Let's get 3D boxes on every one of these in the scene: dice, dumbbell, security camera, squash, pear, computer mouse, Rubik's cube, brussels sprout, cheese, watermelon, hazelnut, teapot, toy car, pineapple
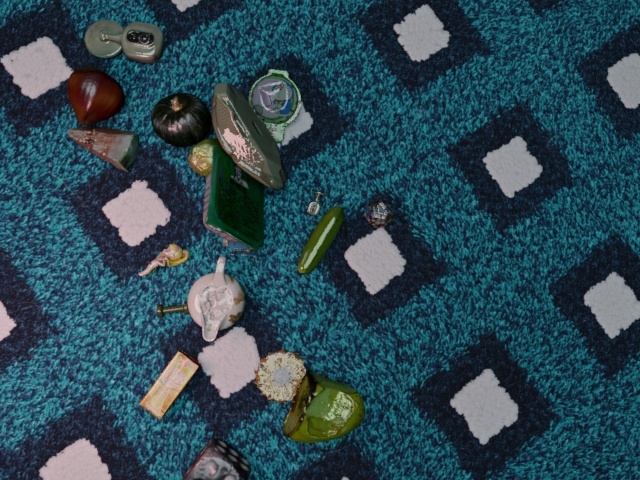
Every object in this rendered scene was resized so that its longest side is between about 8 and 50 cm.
[{"bbox_3d":[-0.354,0.802,1.790,0.182,0.181,0.183,37,81,-2],"label":"dice"},{"bbox_3d":[-0.530,0.249,1.903,0.117,0.052,0.046,-6,108,-6],"label":"dumbbell"},{"bbox_3d":[-0.747,-0.760,1.991,0.301,0.080,0.157,8,83,-2],"label":"security camera"},{"bbox_3d":[0.000,-0.001,1.967,0.082,0.082,0.293,31,83,-1],"label":"squash"},{"bbox_3d":[0.023,0.617,1.847,0.255,0.164,0.238,25,87,-18],"label":"pear"},{"bbox_3d":[-0.275,-0.358,1.899,0.145,0.228,0.429,-29,104,16],"label":"computer mouse"},{"bbox_3d":[0.220,-0.103,1.993,0.093,0.111,0.111,-42,88,20],"label":"Rubik's cube"},{"bbox_3d":[-0.405,-0.303,1.945,0.155,0.117,0.155,1,102,5],"label":"brussels sprout"},{"bbox_3d":[-0.178,-0.487,2.005,0.203,0.083,0.321,7,94,-1],"label":"cheese"},{"bbox_3d":[-0.509,-0.442,1.923,0.218,0.172,0.218,-1,80,8],"label":"squash"},{"bbox_3d":[-0.801,-0.365,1.940,0.241,0.094,0.154,16,75,-1],"label":"watermelon"},{"bbox_3d":[-0.820,-0.513,1.900,0.208,0.208,0.208,1,83,-5],"label":"hazelnut"},{"bbox_3d":[-0.371,0.205,1.879,0.204,0.139,0.298,3,83,-3],"label":"teapot"},{"bbox_3d":[-0.281,-0.018,1.951,0.126,0.098,0.162,2,56,11],"label":"toy car"},{"bbox_3d":[-0.136,0.497,1.914,0.221,0.047,0.221,1,83,-7],"label":"pineapple"},{"bbox_3d":[-0.018,-0.140,2.000,0.058,0.058,0.092,14,91,-4],"label":"security camera"}]

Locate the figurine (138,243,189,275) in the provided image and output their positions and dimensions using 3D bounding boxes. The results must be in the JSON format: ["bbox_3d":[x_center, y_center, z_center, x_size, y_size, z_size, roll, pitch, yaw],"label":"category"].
[{"bbox_3d":[-0.570,0.078,1.913,0.187,0.083,0.083,-35,88,-14],"label":"figurine"}]

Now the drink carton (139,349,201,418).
[{"bbox_3d":[-0.529,0.508,1.864,0.096,0.071,0.223,35,81,0],"label":"drink carton"}]

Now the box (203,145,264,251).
[{"bbox_3d":[-0.321,-0.128,1.856,0.106,0.264,0.337,-26,50,28],"label":"box"}]
